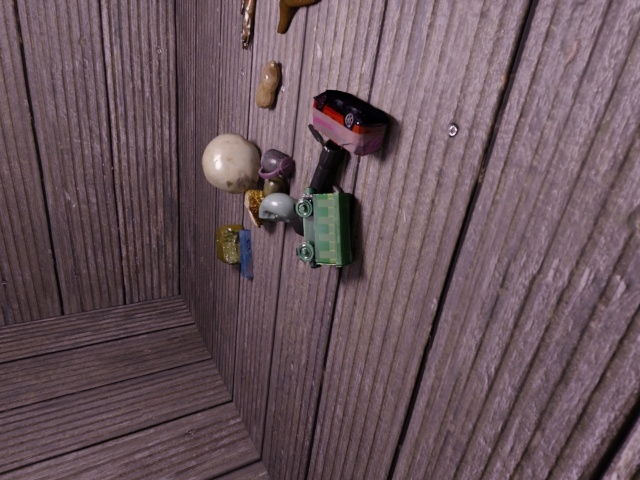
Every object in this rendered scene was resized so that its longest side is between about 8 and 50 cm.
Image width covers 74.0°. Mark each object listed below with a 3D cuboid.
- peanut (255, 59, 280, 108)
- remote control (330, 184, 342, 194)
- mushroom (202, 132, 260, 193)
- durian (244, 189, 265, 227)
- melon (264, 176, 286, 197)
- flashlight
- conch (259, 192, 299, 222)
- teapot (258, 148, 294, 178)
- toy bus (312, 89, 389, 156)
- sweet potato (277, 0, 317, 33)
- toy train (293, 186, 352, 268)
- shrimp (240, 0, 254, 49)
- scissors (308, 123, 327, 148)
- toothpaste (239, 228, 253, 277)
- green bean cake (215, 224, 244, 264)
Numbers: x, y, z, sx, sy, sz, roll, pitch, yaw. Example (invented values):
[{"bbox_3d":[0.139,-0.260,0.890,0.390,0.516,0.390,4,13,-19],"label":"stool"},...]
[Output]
[{"bbox_3d":[-0.235,-0.694,1.903,0.227,0.086,0.104,118,145,-43],"label":"peanut"},{"bbox_3d":[0.038,-0.116,1.625,0.059,0.028,0.212,54,139,38],"label":"remote control"},{"bbox_3d":[-0.455,-0.377,2.200,0.336,0.315,0.314,122,136,-76],"label":"mushroom"},{"bbox_3d":[-0.301,-0.167,2.093,0.183,0.138,0.250,58,166,-20],"label":"durian"},{"bbox_3d":[-0.207,-0.220,1.947,0.099,0.099,0.162,48,140,44],"label":"melon"},{"bbox_3d":[-0.011,-0.191,1.619,0.103,0.103,0.423,58,141,36],"label":"flashlight"},{"bbox_3d":[-0.175,-0.135,1.871,0.221,0.185,0.120,-5,50,48],"label":"conch"},{"bbox_3d":[-0.196,-0.336,1.869,0.146,0.148,0.116,23,121,42],"label":"teapot"},{"bbox_3d":[0.092,-0.387,1.381,0.302,0.128,0.147,47,140,42],"label":"toy bus"},{"bbox_3d":[-0.112,-0.917,1.651,0.346,0.079,0.108,3,112,62],"label":"sweet potato"},{"bbox_3d":[0.014,-0.044,1.534,0.203,0.120,0.300,1,98,25],"label":"toy train"},{"bbox_3d":[-0.366,-1.094,2.073,0.169,0.058,0.295,51,134,52],"label":"shrimp"},{"bbox_3d":[0.000,-0.388,1.641,0.220,0.017,0.088,59,143,35],"label":"scissors"},{"bbox_3d":[-0.426,0.074,2.435,0.066,0.053,0.272,9,104,54],"label":"toothpaste"},{"bbox_3d":[-0.537,0.024,2.538,0.233,0.124,0.235,2,98,59],"label":"green bean cake"}]
